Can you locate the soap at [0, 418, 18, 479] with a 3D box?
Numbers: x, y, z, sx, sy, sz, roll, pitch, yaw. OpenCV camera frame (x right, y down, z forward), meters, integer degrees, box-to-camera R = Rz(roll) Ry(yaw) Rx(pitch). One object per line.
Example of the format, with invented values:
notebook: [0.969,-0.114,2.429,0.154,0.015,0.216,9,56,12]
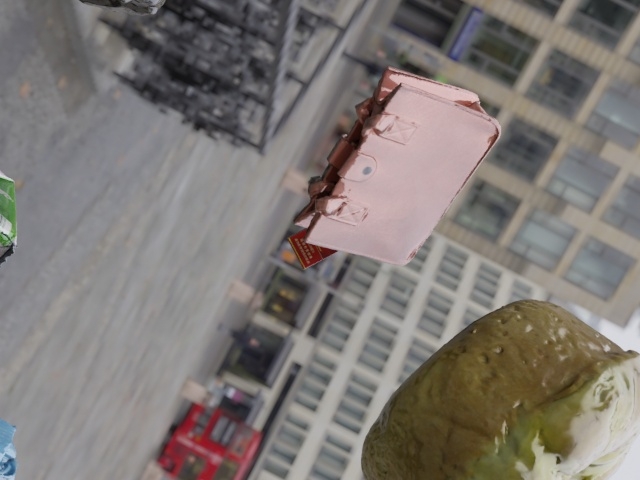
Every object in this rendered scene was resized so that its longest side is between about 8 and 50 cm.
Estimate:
soap: [-0.283,0.236,0.833,0.077,0.156,0.293,-69,168,-85]

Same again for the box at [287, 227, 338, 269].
box: [0.000,0.000,1.897,0.082,0.051,0.023,-27,-173,5]

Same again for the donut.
donut: [0.137,0.142,0.950,0.208,0.128,0.261,-42,160,-6]

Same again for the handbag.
handbag: [0.080,-0.075,1.431,0.212,0.157,0.059,-58,-142,26]

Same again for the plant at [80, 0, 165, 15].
plant: [-0.174,-0.297,1.036,0.204,0.178,0.233,176,-70,-79]

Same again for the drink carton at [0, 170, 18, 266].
drink carton: [-0.420,-0.006,1.442,0.161,0.108,0.271,-46,-160,3]
